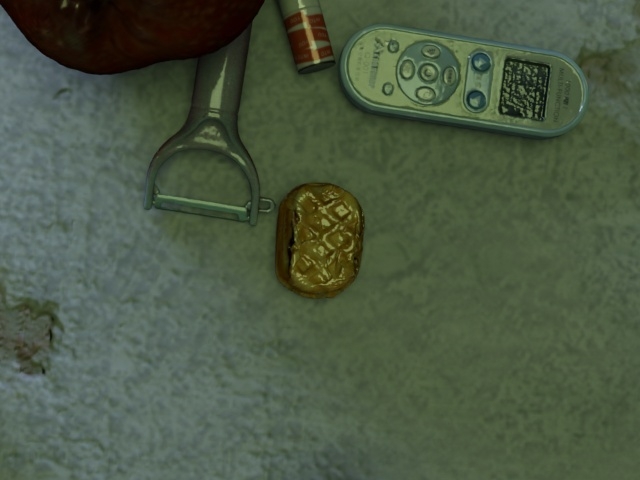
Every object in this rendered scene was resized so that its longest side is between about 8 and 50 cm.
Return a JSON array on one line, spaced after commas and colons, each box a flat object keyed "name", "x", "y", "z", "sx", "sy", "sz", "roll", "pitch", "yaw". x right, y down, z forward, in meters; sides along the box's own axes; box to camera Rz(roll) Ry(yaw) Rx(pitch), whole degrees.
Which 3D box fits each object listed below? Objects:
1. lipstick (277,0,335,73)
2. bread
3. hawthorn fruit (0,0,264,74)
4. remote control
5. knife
[{"name": "lipstick", "x": -0.021, "y": -0.226, "z": 1.089, "sx": 0.038, "sy": 0.038, "sz": 0.131, "roll": -15, "pitch": 89, "yaw": -8}, {"name": "bread", "x": 0.000, "y": 0.000, "z": 1.077, "sx": 0.083, "sy": 0.044, "sz": 0.111, "roll": 5, "pitch": 84, "yaw": -8}, {"name": "hawthorn fruit", "x": -0.157, "y": -0.297, "z": 0.964, "sx": 0.275, "sy": 0.275, "sz": 0.300, "roll": 13, "pitch": 74, "yaw": -6}, {"name": "remote control", "x": 0.137, "y": -0.151, "z": 1.102, "sx": 0.244, "sy": 0.047, "sz": 0.087, "roll": 9, "pitch": 83, "yaw": -6}, {"name": "knife", "x": -0.084, "y": -0.157, "z": 1.073, "sx": 0.123, "sy": 0.053, "sz": 0.278, "roll": 9, "pitch": 87, "yaw": -12}]
